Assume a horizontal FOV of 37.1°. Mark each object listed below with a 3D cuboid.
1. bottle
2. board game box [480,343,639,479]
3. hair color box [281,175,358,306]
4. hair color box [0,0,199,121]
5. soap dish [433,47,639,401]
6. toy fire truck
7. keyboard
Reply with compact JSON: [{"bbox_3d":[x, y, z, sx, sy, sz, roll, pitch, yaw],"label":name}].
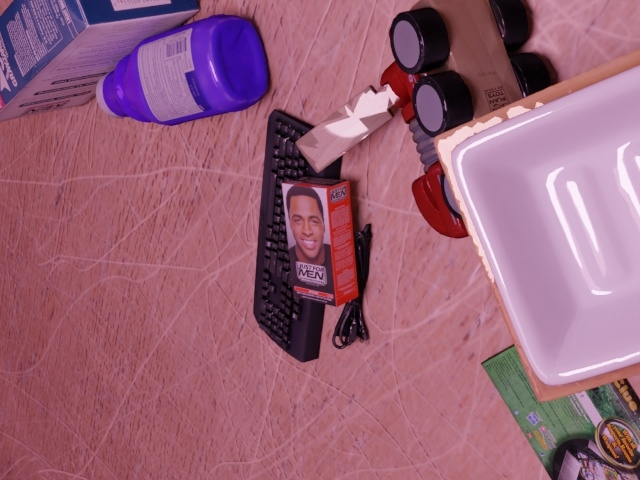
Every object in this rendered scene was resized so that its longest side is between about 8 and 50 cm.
[{"bbox_3d":[-0.187,-0.206,1.217,0.283,0.092,0.118,-4,102,47],"label":"bottle"},{"bbox_3d":[0.277,0.207,0.951,0.259,0.030,0.136,60,140,9],"label":"board game box"},{"bbox_3d":[0.000,0.000,1.099,0.072,0.043,0.141,9,111,41],"label":"hair color box"},{"bbox_3d":[-0.333,-0.274,1.281,0.347,0.174,0.105,-22,89,48],"label":"hair color box"},{"bbox_3d":[0.264,-0.030,0.728,0.291,0.118,0.229,-22,90,20],"label":"soap dish"},{"bbox_3d":[0.099,-0.100,0.942,0.246,0.158,0.217,-29,79,67],"label":"toy fire truck"},{"bbox_3d":[-0.012,0.015,1.172,0.201,0.033,0.317,28,126,36],"label":"keyboard"}]
